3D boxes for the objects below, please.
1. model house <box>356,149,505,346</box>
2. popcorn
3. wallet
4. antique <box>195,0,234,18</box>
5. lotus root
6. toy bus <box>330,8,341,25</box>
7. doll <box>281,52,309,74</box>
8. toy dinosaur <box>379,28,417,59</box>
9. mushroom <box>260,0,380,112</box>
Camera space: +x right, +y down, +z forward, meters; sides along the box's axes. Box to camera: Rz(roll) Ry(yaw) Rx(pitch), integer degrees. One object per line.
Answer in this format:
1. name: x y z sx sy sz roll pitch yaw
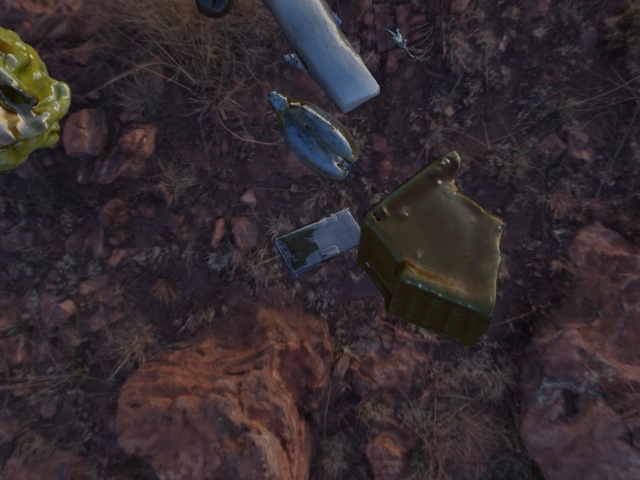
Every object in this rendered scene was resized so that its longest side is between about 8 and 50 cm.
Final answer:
1. model house: 0.178 0.051 0.646 0.173 0.268 0.239 -24 58 -11
2. popcorn: -0.589 -0.251 0.730 0.293 0.237 0.293 5 80 -31
3. wallet: 0.000 0.000 1.560 0.317 0.044 0.169 -24 73 -16
4. antique: -0.297 -0.811 1.316 0.257 0.121 0.143 -36 139 14
5. lotus root: -0.027 -0.310 1.216 0.322 0.140 0.158 40 100 -17
6. toy bus: 0.018 -0.628 1.170 0.083 0.046 0.038 35 117 -30
7. doll: -0.032 -0.667 1.555 0.149 0.192 0.095 31 126 21
8. toy dinosaur: 0.267 -0.689 1.441 0.037 0.058 0.180 -33 75 1
9. mushroom: -0.015 -0.485 0.989 0.126 0.177 0.397 -35 107 15
